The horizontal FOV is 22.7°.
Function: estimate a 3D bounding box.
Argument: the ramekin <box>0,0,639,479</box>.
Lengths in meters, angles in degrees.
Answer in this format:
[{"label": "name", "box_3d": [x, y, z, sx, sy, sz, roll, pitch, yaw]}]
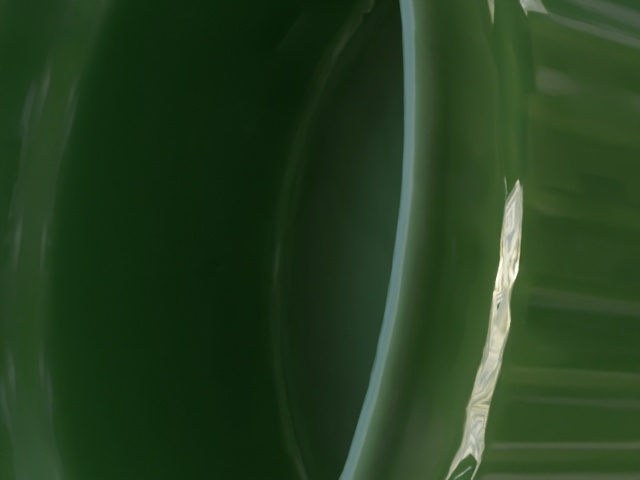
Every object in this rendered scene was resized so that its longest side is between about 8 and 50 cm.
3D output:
[{"label": "ramekin", "box_3d": [0.000, 0.000, 0.485, 0.148, 0.303, 0.303, 8, -89, -32]}]
